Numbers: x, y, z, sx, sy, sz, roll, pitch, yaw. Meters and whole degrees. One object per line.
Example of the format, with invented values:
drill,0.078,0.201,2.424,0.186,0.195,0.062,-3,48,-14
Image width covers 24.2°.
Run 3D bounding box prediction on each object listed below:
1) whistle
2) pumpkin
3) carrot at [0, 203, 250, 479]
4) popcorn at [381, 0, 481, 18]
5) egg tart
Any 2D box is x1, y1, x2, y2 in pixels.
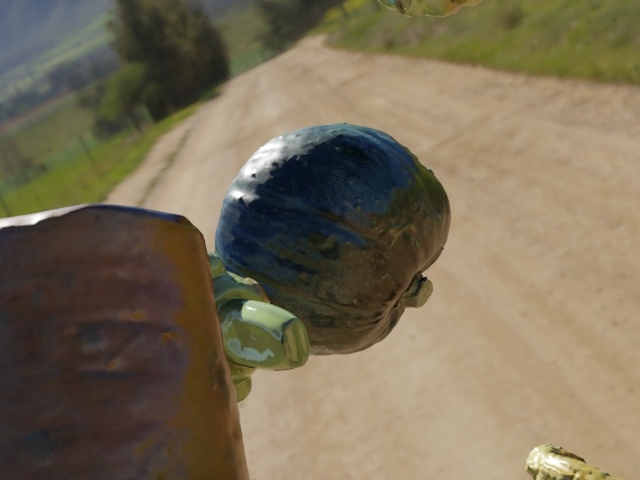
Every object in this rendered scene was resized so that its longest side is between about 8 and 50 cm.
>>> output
whistle,-0.090,0.072,1.314,0.294,0.141,0.141,-1,24,43
pumpkin,0.000,0.000,1.785,0.293,0.263,0.197,-64,-17,8
carrot,-0.151,0.152,0.975,0.224,0.341,0.224,-4,-19,-1
popcorn,0.107,-0.347,1.665,0.198,0.212,0.198,-14,58,24
egg tart,0.392,0.379,1.955,0.128,0.319,0.319,-64,14,-3
